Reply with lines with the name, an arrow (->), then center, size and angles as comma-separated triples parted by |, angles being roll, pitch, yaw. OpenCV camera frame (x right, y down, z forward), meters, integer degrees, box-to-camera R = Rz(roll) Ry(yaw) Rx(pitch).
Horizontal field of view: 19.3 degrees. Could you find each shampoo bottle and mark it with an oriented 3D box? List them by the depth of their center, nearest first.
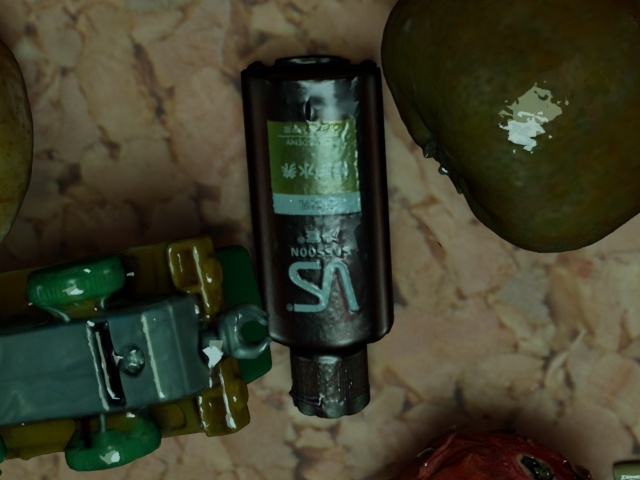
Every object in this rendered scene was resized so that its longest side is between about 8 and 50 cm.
shampoo bottle -> 0.000, 0.000, 1.690 | 0.129, 0.084, 0.323 | 0, 110, 6

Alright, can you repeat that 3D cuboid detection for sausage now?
sausage -> 0.344, 0.220, 1.784 | 0.132, 0.024, 0.024 | -2, 110, 5

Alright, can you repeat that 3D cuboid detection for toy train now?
toy train -> -0.217, 0.096, 1.646 | 0.429, 0.249, 0.178 | -10, 95, 24

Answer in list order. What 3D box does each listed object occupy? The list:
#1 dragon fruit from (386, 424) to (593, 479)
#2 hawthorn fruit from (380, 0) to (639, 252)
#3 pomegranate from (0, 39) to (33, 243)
dragon fruit -> 0.147, 0.293, 1.719 | 0.241, 0.241, 0.252 | 16, 95, -3
hawthorn fruit -> 0.212, -0.147, 1.541 | 0.301, 0.268, 0.267 | -37, 104, 11
pomegranate -> -0.353, -0.089, 1.605 | 0.248, 0.248, 0.248 | 1, 110, 3
